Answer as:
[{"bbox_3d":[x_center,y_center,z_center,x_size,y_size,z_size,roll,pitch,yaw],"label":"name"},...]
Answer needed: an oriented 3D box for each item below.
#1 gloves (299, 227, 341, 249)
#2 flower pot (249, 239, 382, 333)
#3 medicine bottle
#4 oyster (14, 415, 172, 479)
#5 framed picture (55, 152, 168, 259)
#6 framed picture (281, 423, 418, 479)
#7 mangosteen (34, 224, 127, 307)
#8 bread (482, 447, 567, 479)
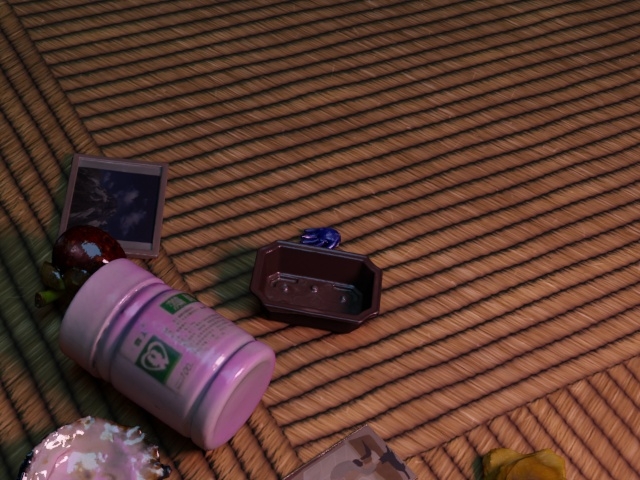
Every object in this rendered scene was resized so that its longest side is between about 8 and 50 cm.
[{"bbox_3d":[0.000,0.000,2.296,0.086,0.026,0.064,0,48,-12],"label":"gloves"},{"bbox_3d":[-0.011,0.102,2.156,0.251,0.084,0.178,10,46,-1],"label":"flower pot"},{"bbox_3d":[-0.263,0.194,1.923,0.326,0.212,0.212,30,48,18],"label":"medicine bottle"},{"bbox_3d":[-0.380,0.389,1.799,0.198,0.092,0.260,40,42,24],"label":"oyster"},{"bbox_3d":[-0.422,-0.072,2.280,0.209,0.019,0.281,4,46,-9],"label":"framed picture"},{"bbox_3d":[0.052,0.411,1.920,0.201,0.010,0.136,-27,58,-33],"label":"framed picture"},{"bbox_3d":[-0.441,0.065,2.073,0.146,0.156,0.181,28,72,-20],"label":"mangosteen"},{"bbox_3d":[0.358,0.452,1.894,0.161,0.088,0.233,8,48,-11],"label":"bread"}]
